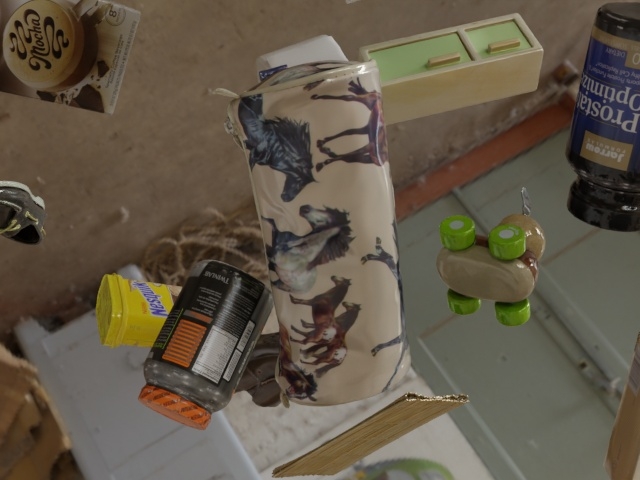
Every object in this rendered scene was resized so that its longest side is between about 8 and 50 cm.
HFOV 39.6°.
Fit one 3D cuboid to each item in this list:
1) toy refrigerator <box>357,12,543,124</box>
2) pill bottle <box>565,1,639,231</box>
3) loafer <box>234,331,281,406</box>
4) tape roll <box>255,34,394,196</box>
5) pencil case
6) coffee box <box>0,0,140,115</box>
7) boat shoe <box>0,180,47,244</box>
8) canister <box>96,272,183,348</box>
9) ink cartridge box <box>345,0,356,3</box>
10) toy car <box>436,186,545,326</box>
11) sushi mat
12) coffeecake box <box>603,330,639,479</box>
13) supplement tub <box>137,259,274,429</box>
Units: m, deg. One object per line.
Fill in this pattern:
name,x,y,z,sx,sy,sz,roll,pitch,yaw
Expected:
toy refrigerator,0.202,-0.273,1.403,0.270,0.102,0.094,-13,141,-7
pill bottle,0.324,-0.126,0.921,0.123,0.123,0.219,-17,124,-37
loafer,-0.073,0.236,1.637,0.366,0.130,0.134,-9,-173,39
tape roll,0.004,-0.139,1.245,0.100,0.286,0.286,-20,155,-6
pencil case,0.000,0.000,1.041,0.184,0.410,0.160,-6,-165,10
coffee box,-0.430,-0.297,1.276,0.297,0.119,0.168,6,107,-46
boat shoe,-0.468,-0.039,1.343,0.081,0.068,0.228,-10,173,1
canister,-0.246,0.114,1.354,0.170,0.126,0.073,10,117,-25
ink cartridge box,0.090,-0.499,1.382,0.119,0.207,0.353,-40,-158,-25
toy car,0.273,0.005,1.332,0.188,0.149,0.155,-49,139,-40
sushi mat,0.076,0.311,1.408,0.151,0.019,0.316,14,139,-43
coffeecake box,0.364,0.166,0.781,0.068,0.186,0.142,-88,-174,-71
supplement tub,-0.143,0.130,1.106,0.117,0.117,0.190,76,36,-65
